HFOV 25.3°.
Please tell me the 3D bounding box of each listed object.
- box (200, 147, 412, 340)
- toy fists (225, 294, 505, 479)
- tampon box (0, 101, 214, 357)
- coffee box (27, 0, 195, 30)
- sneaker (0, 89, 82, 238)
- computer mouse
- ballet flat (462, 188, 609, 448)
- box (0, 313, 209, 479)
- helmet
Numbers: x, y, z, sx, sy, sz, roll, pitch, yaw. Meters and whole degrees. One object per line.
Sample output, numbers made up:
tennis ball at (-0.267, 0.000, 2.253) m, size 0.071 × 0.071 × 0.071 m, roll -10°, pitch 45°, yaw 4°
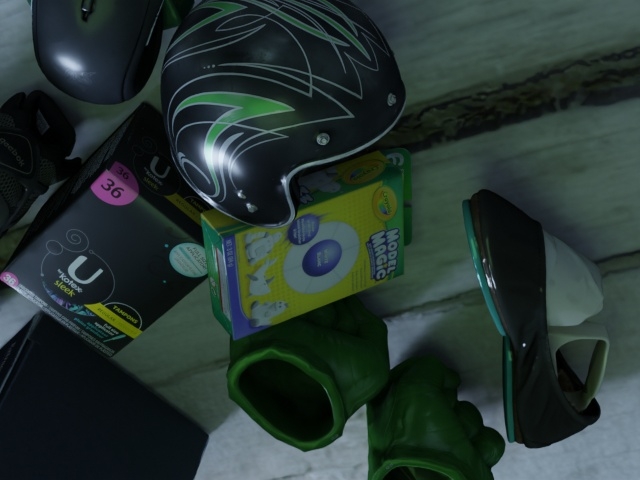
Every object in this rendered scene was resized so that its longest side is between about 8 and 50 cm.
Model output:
box at (0.000, 0.000, 1.105) m, size 0.179 × 0.043 × 0.105 m, roll -22°, pitch 132°, yaw -22°
toy fists at (0.042, 0.130, 1.194) m, size 0.279 × 0.142 × 0.096 m, roll 36°, pitch 113°, yaw -14°
tampon box at (-0.157, -0.006, 1.162) m, size 0.120 × 0.101 × 0.161 m, roll 38°, pitch 127°, yaw -16°
coffee box at (-0.179, -0.228, 1.032) m, size 0.113 × 0.040 × 0.184 m, roll -13°, pitch 122°, yaw 22°
sneaker at (-0.264, -0.045, 1.175) m, size 0.087 × 0.130 × 0.227 m, roll 49°, pitch 154°, yaw -1°
computer mouse at (-0.185, -0.207, 0.983) m, size 0.184 × 0.060 × 0.262 m, roll 20°, pitch 127°, yaw -5°
ballet flat at (0.179, 0.059, 1.139) m, size 0.096 × 0.095 × 0.280 m, roll -9°, pitch 135°, yaw 9°
box at (-0.329, 0.311, 1.334) m, size 0.212 × 0.293 × 0.395 m, roll 38°, pitch 128°, yaw -16°
helmet at (-0.029, -0.107, 1.013) m, size 0.169 × 0.169 × 0.161 m, roll 23°, pitch 140°, yaw -3°
